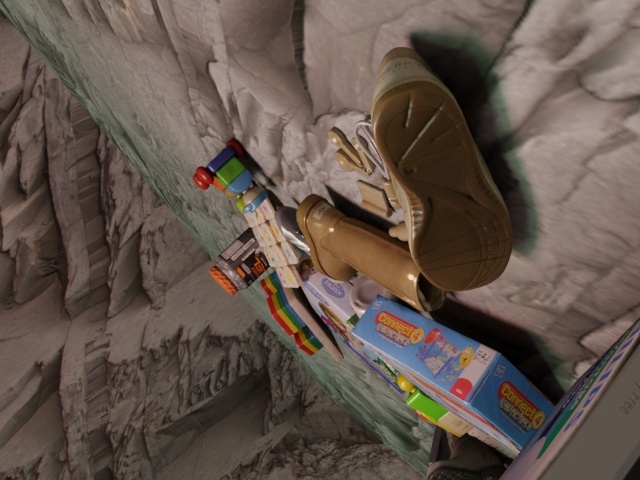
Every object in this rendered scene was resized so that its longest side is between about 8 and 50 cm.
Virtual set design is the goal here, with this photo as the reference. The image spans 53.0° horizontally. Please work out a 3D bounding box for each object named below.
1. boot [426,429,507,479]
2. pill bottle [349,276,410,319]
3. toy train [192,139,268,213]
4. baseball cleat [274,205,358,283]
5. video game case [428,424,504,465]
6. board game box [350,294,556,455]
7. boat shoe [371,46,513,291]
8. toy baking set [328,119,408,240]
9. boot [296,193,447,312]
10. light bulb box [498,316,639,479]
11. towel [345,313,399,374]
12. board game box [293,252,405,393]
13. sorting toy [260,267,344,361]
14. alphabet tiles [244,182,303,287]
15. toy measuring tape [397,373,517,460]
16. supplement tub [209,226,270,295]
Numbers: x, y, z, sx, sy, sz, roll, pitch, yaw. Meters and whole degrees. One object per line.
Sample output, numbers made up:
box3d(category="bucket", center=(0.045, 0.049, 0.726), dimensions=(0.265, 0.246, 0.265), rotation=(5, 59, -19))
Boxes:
box3d(category="boot", center=(0.287, 0.443, 1.361), dimensions=(0.247, 0.083, 0.161), rotation=(17, -144, -38))
box3d(category="pill bottle", center=(0.127, 0.146, 1.234), dimensions=(0.094, 0.094, 0.169), rotation=(32, 160, 45))
box3d(category="toy train", center=(-0.196, -0.118, 1.407), dimensions=(0.143, 0.105, 0.248), rotation=(48, 166, -8))
box3d(category="baseball cleat", center=(0.000, 0.000, 1.286), dimensions=(0.206, 0.072, 0.109), rotation=(44, 153, -11))
box3d(category="video game case", center=(0.348, 0.519, 1.499), dimensions=(0.026, 0.196, 0.274), rotation=(-23, 116, 34))
box3d(category="board game box", center=(0.245, 0.242, 1.068), dimensions=(0.302, 0.086, 0.308), rotation=(42, 170, -31))
box3d(category="boat shoe", center=(0.127, -0.061, 0.671), dimensions=(0.098, 0.109, 0.302), rotation=(-92, -22, -44))
box3d(category="toy baking set", center=(0.088, -0.074, 0.857), dimensions=(0.196, 0.030, 0.256), rotation=(50, 166, -15))
box3d(category="boot", center=(0.093, 0.049, 1.079), dimensions=(0.269, 0.089, 0.236), rotation=(30, 166, 36))
box3d(category="light bulb box", center=(0.286, 0.281, 0.605), dimensions=(0.225, 0.358, 0.361), rotation=(38, 163, 22))
box3d(category="towel", center=(0.135, 0.196, 1.332), dimensions=(0.152, 0.113, 0.023), rotation=(44, 134, 11))
box3d(category="board game box", center=(0.089, 0.205, 1.572), dimensions=(0.319, 0.066, 0.318), rotation=(38, 164, 31))
box3d(category="sorting toy", center=(-0.065, 0.209, 1.825), dimensions=(0.255, 0.089, 0.257), rotation=(54, -178, -30))
box3d(category="alphabet tiles", center=(-0.127, -0.015, 1.520), dimensions=(0.284, 0.021, 0.278), rotation=(63, 164, -5))
box3d(category="toy measuring tape", center=(0.298, 0.348, 1.347), dimensions=(0.330, 0.121, 0.121), rotation=(31, 170, -14))
box3d(category="supplement tub", center=(-0.196, 0.049, 1.703), dimensions=(0.117, 0.190, 0.117), rotation=(43, 167, 13))
